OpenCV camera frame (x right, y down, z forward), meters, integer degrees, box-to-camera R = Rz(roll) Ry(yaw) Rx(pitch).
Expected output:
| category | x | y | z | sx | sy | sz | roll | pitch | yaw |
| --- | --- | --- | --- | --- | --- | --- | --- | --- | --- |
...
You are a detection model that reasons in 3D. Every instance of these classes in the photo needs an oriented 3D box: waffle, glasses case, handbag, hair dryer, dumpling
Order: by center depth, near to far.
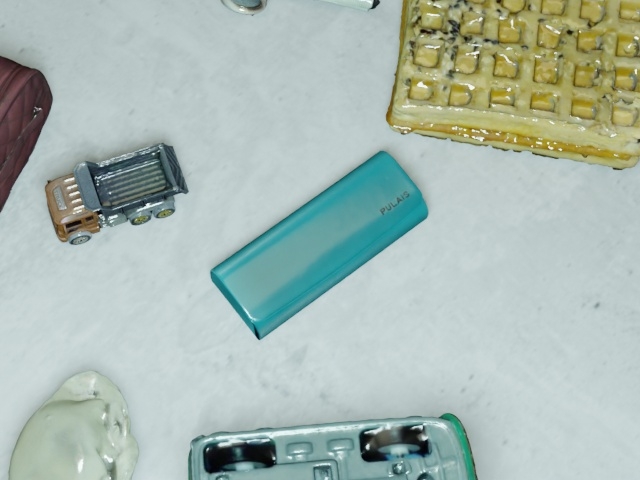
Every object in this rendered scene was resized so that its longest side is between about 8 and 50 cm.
| category | x | y | z | sx | sy | sz | roll | pitch | yaw |
| --- | --- | --- | --- | --- | --- | --- | --- | --- | --- |
| dumpling | -0.308 | 0.285 | 1.556 | 0.162 | 0.132 | 0.250 | 14 | 69 | 7 |
| handbag | -0.467 | -0.149 | 1.712 | 0.135 | 0.146 | 0.225 | 19 | 67 | 8 |
| glasses case | 0.001 | 0.001 | 1.714 | 0.301 | 0.070 | 0.117 | -36 | 75 | -16 |
| waffle | 0.293 | -0.250 | 1.801 | 0.376 | 0.114 | 0.261 | 8 | 71 | 1 |
| hair dryer | -0.023 | -0.395 | 1.867 | 0.236 | 0.073 | 0.131 | 12 | 68 | 0 |

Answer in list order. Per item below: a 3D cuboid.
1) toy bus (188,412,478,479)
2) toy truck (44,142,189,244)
| category | x | y | z | sx | sy | sz | roll | pitch | yaw |
| --- | --- | --- | --- | --- | --- | --- | --- | --- | --- |
| toy bus | 0.010 | 0.330 | 1.512 | 0.343 | 0.199 | 0.184 | -4 | 62 | -4 |
| toy truck | -0.283 | -0.066 | 1.715 | 0.192 | 0.092 | 0.083 | -18 | 71 | -8 |
